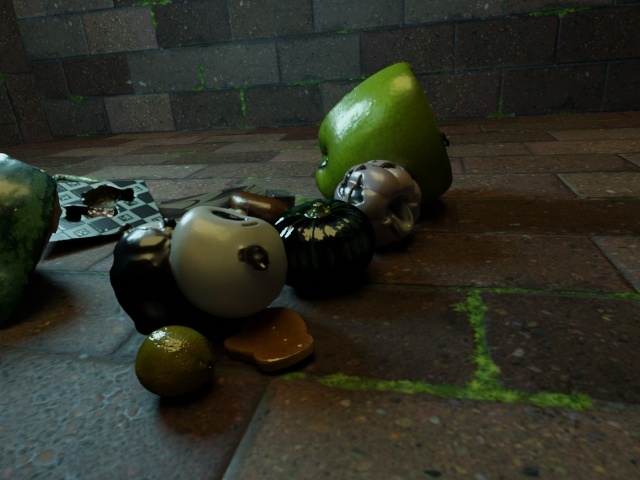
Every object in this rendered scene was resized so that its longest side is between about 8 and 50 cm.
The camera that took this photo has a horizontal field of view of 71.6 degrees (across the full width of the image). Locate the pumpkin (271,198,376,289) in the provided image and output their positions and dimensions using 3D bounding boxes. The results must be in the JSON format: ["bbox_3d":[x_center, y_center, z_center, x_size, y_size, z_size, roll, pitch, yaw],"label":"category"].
[{"bbox_3d":[0.000,0.000,0.781,0.201,0.140,0.202,-8,29,4],"label":"pumpkin"}]

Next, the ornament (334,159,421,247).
[{"bbox_3d":[0.120,-0.072,0.901,0.177,0.178,0.177,-4,22,2],"label":"ornament"}]

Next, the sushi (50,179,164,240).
[{"bbox_3d":[-0.580,-0.065,1.161,0.293,0.059,0.292,-6,36,-30],"label":"sushi"}]

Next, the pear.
[{"bbox_3d":[0.135,-0.191,1.067,0.317,0.342,0.239,-21,53,12],"label":"pear"}]

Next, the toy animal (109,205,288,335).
[{"bbox_3d":[-0.164,0.038,0.655,0.234,0.165,0.187,-14,-14,17],"label":"toy animal"}]

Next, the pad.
[{"bbox_3d":[-0.317,-0.116,1.314,0.330,0.004,0.220,-14,24,-23],"label":"pad"}]

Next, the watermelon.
[{"bbox_3d":[-0.631,-0.019,0.794,0.292,0.250,0.283,-7,53,46],"label":"watermelon"}]

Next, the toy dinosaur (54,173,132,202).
[{"bbox_3d":[-0.678,-0.140,1.354,0.294,0.077,0.162,33,29,27],"label":"toy dinosaur"}]

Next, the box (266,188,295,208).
[{"bbox_3d":[-0.105,-0.101,1.169,0.063,0.060,0.084,-7,20,-18],"label":"box"}]

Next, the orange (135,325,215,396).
[{"bbox_3d":[-0.175,0.146,0.540,0.094,0.085,0.085,0,22,18],"label":"orange"}]

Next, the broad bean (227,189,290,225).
[{"bbox_3d":[-0.148,-0.073,1.072,0.165,0.085,0.114,7,21,11],"label":"broad bean"}]

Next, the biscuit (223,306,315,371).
[{"bbox_3d":[-0.075,0.137,0.620,0.118,0.023,0.140,-12,23,-11],"label":"biscuit"}]

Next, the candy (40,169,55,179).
[{"bbox_3d":[-0.880,-0.119,1.259,0.195,0.137,0.185,-4,22,-2],"label":"candy"}]
